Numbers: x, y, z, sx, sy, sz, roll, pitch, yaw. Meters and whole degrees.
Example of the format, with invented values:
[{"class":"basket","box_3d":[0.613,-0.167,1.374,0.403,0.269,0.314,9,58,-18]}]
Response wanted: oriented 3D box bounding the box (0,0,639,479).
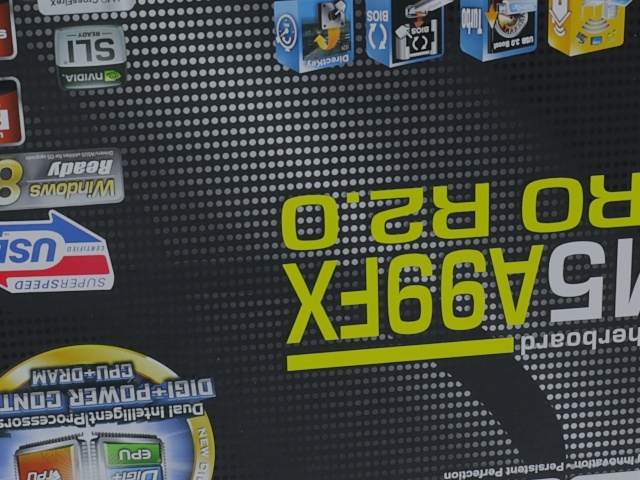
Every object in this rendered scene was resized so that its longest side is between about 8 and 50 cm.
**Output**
[{"class":"box","box_3d":[0.000,0.000,0.584,0.270,0.060,0.216,-3,112,-6]}]
